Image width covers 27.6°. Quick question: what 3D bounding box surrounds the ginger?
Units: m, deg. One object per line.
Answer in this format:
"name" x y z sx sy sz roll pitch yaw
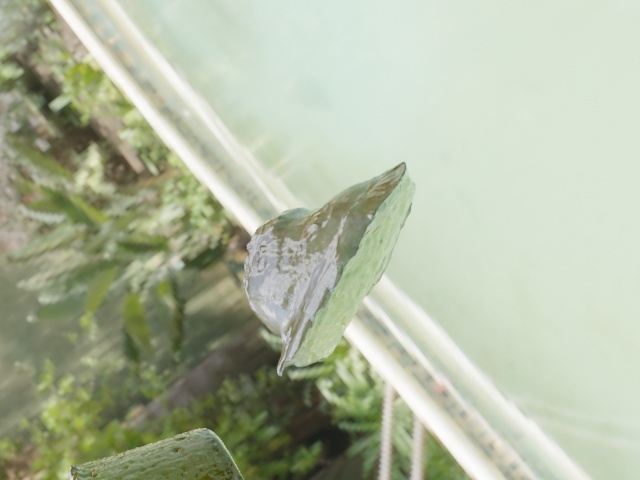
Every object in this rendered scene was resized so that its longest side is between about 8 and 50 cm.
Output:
"ginger" 0.003 -0.002 1.064 0.122 0.193 0.115 43 -158 27

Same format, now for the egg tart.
"egg tart" -0.139 0.279 1.262 0.202 0.147 0.202 57 164 26
